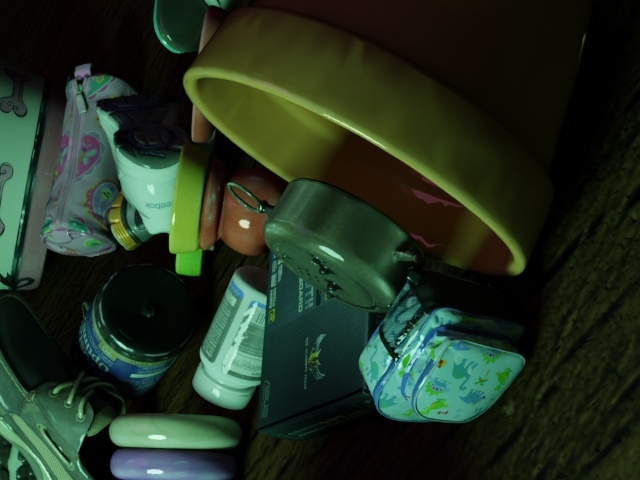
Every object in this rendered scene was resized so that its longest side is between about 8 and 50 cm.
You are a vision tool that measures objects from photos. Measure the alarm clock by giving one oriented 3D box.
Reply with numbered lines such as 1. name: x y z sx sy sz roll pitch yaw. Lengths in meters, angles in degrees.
1. alarm clock: 0.000 0.000 0.964 0.192 0.129 0.064 29 76 21

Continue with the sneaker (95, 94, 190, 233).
1. sneaker: -0.226 -0.105 1.500 0.297 0.111 0.129 -112 20 -63

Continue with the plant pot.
1. plant pot: 0.071 -0.129 0.898 0.203 0.291 0.291 -60 26 -9

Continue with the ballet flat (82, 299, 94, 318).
1. ballet flat: -0.343 0.169 1.710 0.057 0.049 0.173 17 92 63

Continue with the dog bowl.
1. dog bowl: -0.513 -0.096 1.967 0.408 0.150 0.408 -170 90 -75

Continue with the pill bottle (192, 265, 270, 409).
1. pill bottle: -0.079 0.103 1.232 0.137 0.078 0.078 -64 29 18

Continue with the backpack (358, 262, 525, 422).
1. backpack: 0.090 0.090 0.901 0.114 0.105 0.084 -55 38 28

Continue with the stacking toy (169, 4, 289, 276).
1. stacking toy: -0.088 -0.096 1.375 0.279 0.130 0.309 104 173 -68

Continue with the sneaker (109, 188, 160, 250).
1. sneaker: -0.223 -0.083 1.605 0.083 0.084 0.215 -17 51 25

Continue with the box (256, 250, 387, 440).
1. box: 0.015 0.056 1.103 0.183 0.059 0.233 -29 52 51

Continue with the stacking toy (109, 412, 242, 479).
1. stacking toy: -0.156 0.347 1.220 0.141 0.141 0.330 -17 69 58

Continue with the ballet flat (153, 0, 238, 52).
1. ballet flat: -0.131 -0.337 1.474 0.096 0.095 0.280 -28 29 30

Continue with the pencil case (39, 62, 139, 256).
1. pencil case: -0.350 -0.119 1.792 0.124 0.124 0.284 -23 57 56

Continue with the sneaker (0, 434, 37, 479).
1. sneaker: -0.392 0.390 1.612 0.182 0.158 0.410 123 157 -63

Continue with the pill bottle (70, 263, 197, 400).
1. pill bottle: -0.237 0.125 1.449 0.219 0.123 0.123 130 144 -55

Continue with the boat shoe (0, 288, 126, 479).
1. boat shoe: -0.289 0.207 1.390 0.130 0.355 0.132 -21 14 29
